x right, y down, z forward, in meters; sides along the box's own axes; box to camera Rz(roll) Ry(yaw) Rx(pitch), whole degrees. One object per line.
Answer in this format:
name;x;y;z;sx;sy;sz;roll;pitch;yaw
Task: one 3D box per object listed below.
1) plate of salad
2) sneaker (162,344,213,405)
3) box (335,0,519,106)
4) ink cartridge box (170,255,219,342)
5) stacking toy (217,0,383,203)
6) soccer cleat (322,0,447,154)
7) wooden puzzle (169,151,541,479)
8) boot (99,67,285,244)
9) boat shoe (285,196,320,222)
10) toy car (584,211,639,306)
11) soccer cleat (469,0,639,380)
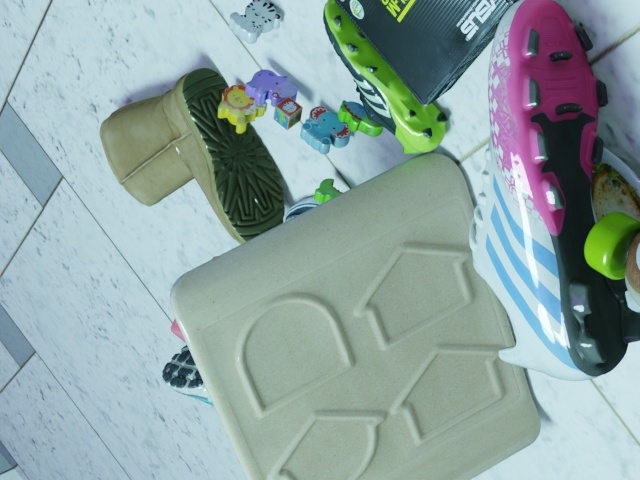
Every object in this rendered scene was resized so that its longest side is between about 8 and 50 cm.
plate of salad;0.232;-0.011;1.206;0.200;0.048;0.200;35;146;28
sneaker;-0.130;0.220;1.905;0.275;0.107;0.110;17;144;46
box;0.084;-0.239;1.181;0.184;0.045;0.191;53;151;6
ink cartridge box;-0.010;0.137;1.563;0.283;0.117;0.207;14;156;48
stacking toy;-0.021;-0.141;1.431;0.221;0.052;0.167;41;150;17
soccer cleat;0.053;-0.158;1.295;0.179;0.060;0.072;54;152;-6
wooden puzzle;0.041;0.121;1.360;0.080;0.322;0.348;32;147;64
boot;-0.165;-0.083;1.656;0.269;0.089;0.236;-19;91;58
boat shoe;0.000;0.000;1.506;0.183;0.083;0.065;9;128;51
toy car;0.306;-0.039;0.997;0.155;0.149;0.188;37;136;45
soccer cleat;0.174;-0.037;1.129;0.143;0.116;0.331;-2;102;49
